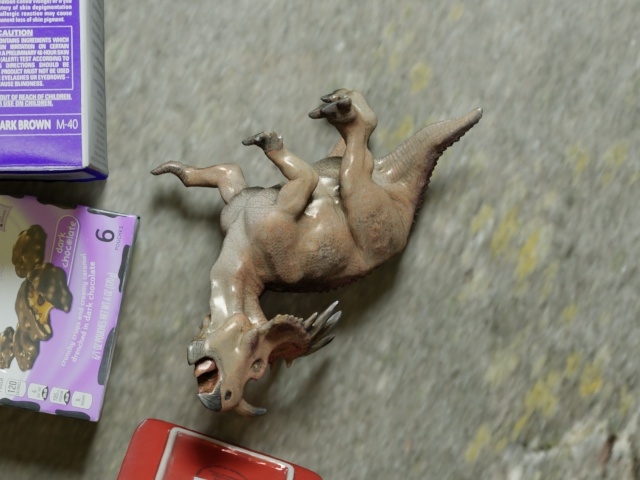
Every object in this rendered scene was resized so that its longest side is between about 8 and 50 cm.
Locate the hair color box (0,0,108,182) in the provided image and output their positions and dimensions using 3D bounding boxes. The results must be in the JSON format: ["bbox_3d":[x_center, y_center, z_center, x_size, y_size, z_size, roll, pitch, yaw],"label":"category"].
[{"bbox_3d":[-0.220,-0.216,1.382,0.110,0.185,0.339,0,89,-2],"label":"hair color box"}]

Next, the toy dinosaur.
[{"bbox_3d":[0.000,0.000,1.432,0.295,0.127,0.200,-25,99,-15],"label":"toy dinosaur"}]

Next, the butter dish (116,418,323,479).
[{"bbox_3d":[-0.089,0.231,1.423,0.160,0.160,0.118,19,112,-3],"label":"butter dish"}]

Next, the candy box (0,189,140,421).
[{"bbox_3d":[-0.253,0.043,1.436,0.196,0.070,0.165,10,89,-4],"label":"candy box"}]
